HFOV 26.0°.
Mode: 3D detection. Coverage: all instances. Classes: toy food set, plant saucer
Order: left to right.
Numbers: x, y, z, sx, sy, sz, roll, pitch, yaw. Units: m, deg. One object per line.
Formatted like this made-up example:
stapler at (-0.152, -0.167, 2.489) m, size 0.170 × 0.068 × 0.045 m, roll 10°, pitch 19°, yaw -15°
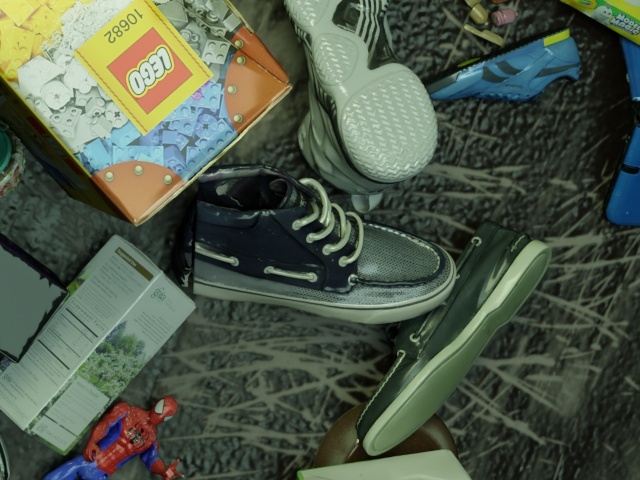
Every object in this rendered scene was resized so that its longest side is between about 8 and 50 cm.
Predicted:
plant saucer at (0.089, 0.299, 1.756) m, size 0.198 × 0.036 × 0.199 m, roll -1°, pitch 95°, yaw -16°
toy food set at (0.220, -0.310, 1.748) m, size 0.078 × 0.019 × 0.122 m, roll 22°, pitch 81°, yaw -17°

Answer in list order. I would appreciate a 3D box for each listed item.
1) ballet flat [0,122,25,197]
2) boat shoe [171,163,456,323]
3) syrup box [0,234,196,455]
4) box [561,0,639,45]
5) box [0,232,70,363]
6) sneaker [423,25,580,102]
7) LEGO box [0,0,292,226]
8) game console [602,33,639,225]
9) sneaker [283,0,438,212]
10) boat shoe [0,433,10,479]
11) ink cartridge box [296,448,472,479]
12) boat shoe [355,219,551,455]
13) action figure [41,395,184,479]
ballet flat at (-0.369, -0.085, 1.500) m, size 0.091 × 0.241 × 0.077 m, roll -50°, pitch 129°, yaw -13°
boat shoe at (0.000, 0.000, 1.604) m, size 0.340 × 0.158 × 0.127 m, roll 2°, pitch 53°, yaw -7°
syrup box at (-0.265, 0.119, 1.593) m, size 0.237 × 0.096 × 0.093 m, roll -50°, pitch 146°, yaw -8°
box at (0.392, -0.310, 1.755) m, size 0.179 × 0.043 × 0.105 m, roll 27°, pitch 58°, yaw -14°
box at (-0.413, 0.008, 1.512) m, size 0.261 × 0.184 × 0.103 m, roll 38°, pitch 82°, yaw -16°
sneaker at (0.232, -0.200, 1.734) m, size 0.209 × 0.069 × 0.082 m, roll -20°, pitch 104°, yaw -13°
LEGO box at (-0.269, -0.225, 1.368) m, size 0.193 × 0.500 × 0.372 m, roll -42°, pitch 104°, yaw -9°
game console at (0.513, -0.162, 1.839) m, size 0.293 × 0.173 × 0.250 m, roll 2°, pitch 125°, yaw -15°
sneaker at (0.022, -0.211, 1.628) m, size 0.137 × 0.210 × 0.366 m, roll -13°, pitch 74°, yaw -15°
boat shoe at (-0.442, 0.170, 1.560) m, size 0.108 × 0.102 × 0.301 m, roll -27°, pitch 102°, yaw -12°
ink cartridge box at (0.082, 0.451, 1.704) m, size 0.207 × 0.119 × 0.354 m, roll -5°, pitch 109°, yaw -14°
boat shoe at (0.140, 0.110, 1.719) m, size 0.113 × 0.127 × 0.340 m, roll 37°, pitch 85°, yaw 24°
action figure at (-0.269, 0.283, 1.606) m, size 0.280 × 0.139 × 0.091 m, roll -41°, pitch 107°, yaw -11°
